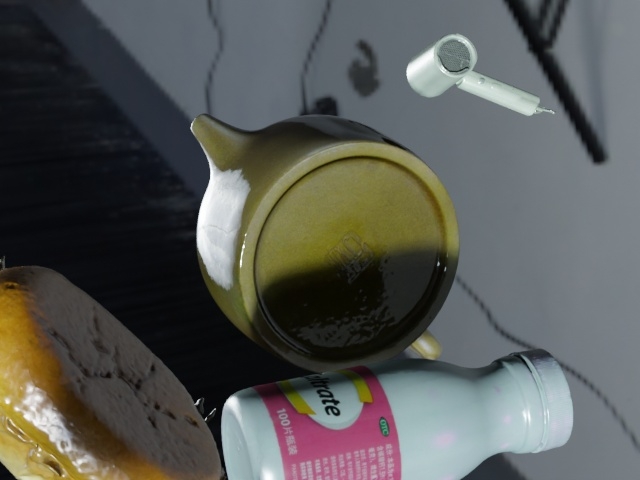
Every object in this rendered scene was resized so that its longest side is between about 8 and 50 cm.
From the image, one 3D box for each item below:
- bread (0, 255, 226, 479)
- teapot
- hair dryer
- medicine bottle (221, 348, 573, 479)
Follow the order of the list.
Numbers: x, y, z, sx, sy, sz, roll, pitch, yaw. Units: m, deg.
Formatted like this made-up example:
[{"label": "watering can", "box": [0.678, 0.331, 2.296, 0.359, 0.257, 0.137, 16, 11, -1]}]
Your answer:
[{"label": "bread", "box": [-0.275, 0.199, 1.640, 0.388, 0.236, 0.183, 40, 128, -16]}, {"label": "teapot", "box": [0.000, 0.000, 1.097, 0.268, 0.185, 0.175, 47, 176, -27]}, {"label": "hair dryer", "box": [0.135, -0.123, 1.128, 0.063, 0.124, 0.038, 153, 136, -71]}, {"label": "medicine bottle", "box": [0.050, 0.120, 0.901, 0.090, 0.216, 0.090, 170, 90, -72]}]
